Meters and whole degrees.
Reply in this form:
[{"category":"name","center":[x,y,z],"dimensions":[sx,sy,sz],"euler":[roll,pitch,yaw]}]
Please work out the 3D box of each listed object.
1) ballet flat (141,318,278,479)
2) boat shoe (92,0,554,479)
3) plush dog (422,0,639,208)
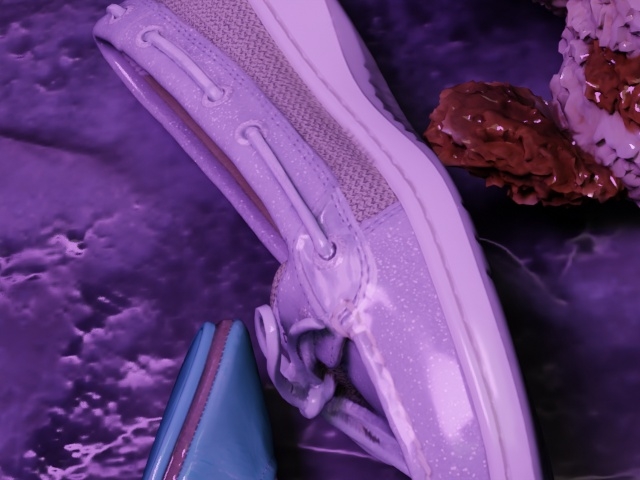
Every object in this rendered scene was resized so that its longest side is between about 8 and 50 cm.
[{"category":"ballet flat","center":[-0.051,0.152,0.560],"dimensions":[0.087,0.083,0.247],"euler":[23,68,-2]},{"category":"boat shoe","center":[-0.001,-0.002,0.599],"dimensions":[0.103,0.118,0.320],"euler":[-26,56,0]},{"category":"plush dog","center":[0.149,-0.116,0.608],"dimensions":[0.262,0.210,0.225],"euler":[-11,79,20]}]
